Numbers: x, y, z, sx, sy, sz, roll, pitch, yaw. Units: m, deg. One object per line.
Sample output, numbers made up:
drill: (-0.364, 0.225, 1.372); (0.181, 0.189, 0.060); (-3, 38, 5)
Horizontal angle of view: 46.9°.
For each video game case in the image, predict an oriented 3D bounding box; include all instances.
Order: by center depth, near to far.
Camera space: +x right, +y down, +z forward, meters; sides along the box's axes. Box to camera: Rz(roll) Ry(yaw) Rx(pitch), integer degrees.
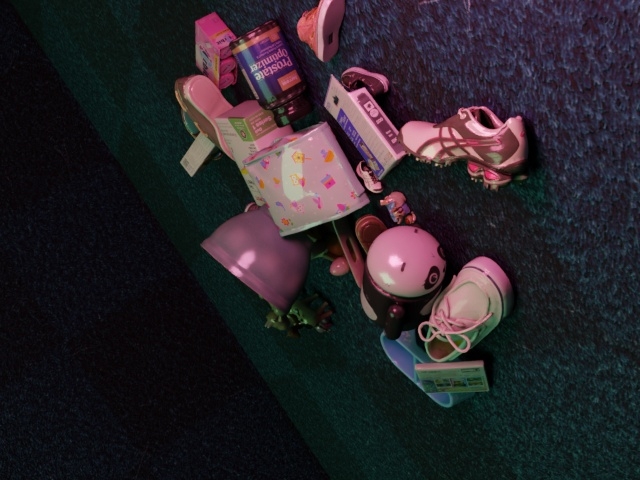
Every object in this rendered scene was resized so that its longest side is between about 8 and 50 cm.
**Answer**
video game case: (0.312, 0.323, 1.735); (0.143, 0.157, 0.019); (63, -154, -52)

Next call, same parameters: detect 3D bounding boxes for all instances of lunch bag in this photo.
lunch bag: (-0.021, -0.151, 1.740); (0.262, 0.160, 0.223); (-15, 108, 45)

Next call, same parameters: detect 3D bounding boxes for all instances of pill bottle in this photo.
pill bottle: (-0.104, -0.372, 1.661); (0.219, 0.123, 0.123); (62, 158, -16)

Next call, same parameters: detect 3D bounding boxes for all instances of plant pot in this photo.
plant pot: (-0.139, 0.028, 1.933); (0.293, 0.196, 0.293); (39, 176, 4)

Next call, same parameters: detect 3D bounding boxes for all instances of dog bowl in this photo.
dog bowl: (0.270, 0.316, 1.915); (0.297, 0.074, 0.166); (39, 153, 35)

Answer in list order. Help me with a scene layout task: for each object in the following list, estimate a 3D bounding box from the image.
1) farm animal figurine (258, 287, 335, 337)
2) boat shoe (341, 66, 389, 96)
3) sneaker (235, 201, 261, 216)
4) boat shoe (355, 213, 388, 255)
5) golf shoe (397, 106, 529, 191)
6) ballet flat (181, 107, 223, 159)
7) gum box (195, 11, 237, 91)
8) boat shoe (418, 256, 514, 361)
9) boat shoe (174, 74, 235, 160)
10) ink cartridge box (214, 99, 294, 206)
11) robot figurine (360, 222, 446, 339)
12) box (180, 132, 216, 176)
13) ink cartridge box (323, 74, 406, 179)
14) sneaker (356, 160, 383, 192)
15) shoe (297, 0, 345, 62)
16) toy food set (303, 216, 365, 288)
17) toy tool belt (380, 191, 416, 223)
farm animal figurine: (-0.123, 0.208, 2.460); (0.327, 0.172, 0.330); (55, 159, 3)
boat shoe: (0.079, -0.313, 1.466); (0.142, 0.040, 0.049); (25, 143, 53)
sneaker: (-0.246, -0.064, 2.452); (0.163, 0.086, 0.226); (37, 153, 35)
boat shoe: (0.162, 0.042, 1.763); (0.257, 0.095, 0.095); (64, -179, -22)
golf shoe: (0.245, -0.180, 1.261); (0.273, 0.105, 0.120); (27, 127, 44)
ballet flat: (-0.378, -0.346, 2.362); (0.206, 0.073, 0.067); (61, -179, -2)
gum box: (-0.273, -0.488, 1.934); (0.107, 0.062, 0.188); (51, 158, 14)
boat shoe: (0.284, 0.170, 1.562); (0.136, 0.156, 0.367); (49, 158, 17)
boat shoe: (-0.288, -0.332, 2.029); (0.091, 0.109, 0.305); (15, 151, 43)
ink cartridge box: (-0.140, -0.224, 1.953); (0.201, 0.117, 0.278); (16, 136, 59)
robot figurine: (0.179, 0.089, 1.593); (0.278, 0.173, 0.209); (93, 153, -55)
box: (-0.339, -0.298, 2.240); (0.067, 0.063, 0.324); (51, 144, 0)
ink cartridge box: (0.090, -0.233, 1.494); (0.208, 0.045, 0.206); (53, 173, 2)
sneaker: (0.111, -0.143, 1.654); (0.083, 0.032, 0.037); (49, 158, 16)
shoe: (-0.004, -0.431, 1.442); (0.081, 0.063, 0.178); (44, 160, 16)
toy food set: (0.000, 0.000, 2.011); (0.306, 0.092, 0.219); (21, 140, 55)
toy tool belt: (0.167, -0.063, 1.621); (0.083, 0.051, 0.052); (59, 159, -9)
